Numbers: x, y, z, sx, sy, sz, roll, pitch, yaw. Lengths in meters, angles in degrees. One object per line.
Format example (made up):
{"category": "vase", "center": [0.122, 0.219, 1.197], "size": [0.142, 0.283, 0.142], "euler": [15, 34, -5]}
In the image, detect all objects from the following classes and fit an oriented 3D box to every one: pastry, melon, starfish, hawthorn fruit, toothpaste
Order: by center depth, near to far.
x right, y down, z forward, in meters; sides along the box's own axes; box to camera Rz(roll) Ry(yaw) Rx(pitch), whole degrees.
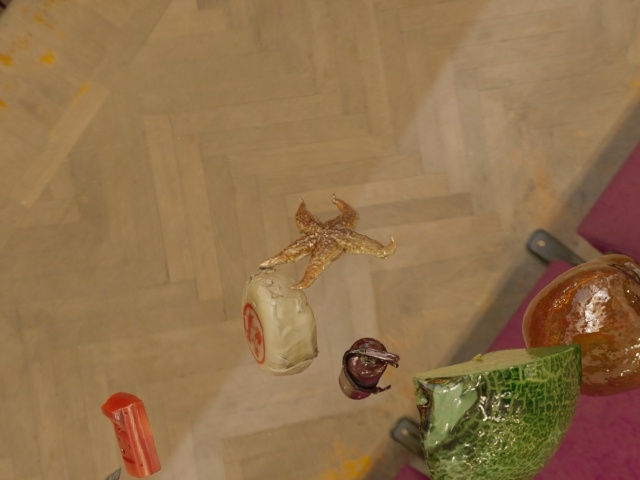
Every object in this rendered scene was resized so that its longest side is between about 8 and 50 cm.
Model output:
{"category": "melon", "center": [0.246, 0.266, 1.095], "size": [0.226, 0.343, 0.331], "euler": [44, 105, 16]}
{"category": "hawthorn fruit", "center": [0.527, 0.178, 1.441], "size": [0.268, 0.267, 0.301], "euler": [42, 124, -13]}
{"category": "starfish", "center": [0.000, -0.003, 1.622], "size": [0.302, 0.299, 0.060], "euler": [-38, 140, -34]}
{"category": "toothpaste", "center": [-0.488, 0.565, 1.698], "size": [0.041, 0.218, 0.064], "euler": [29, 58, -9]}
{"category": "pastry", "center": [-0.102, 0.194, 1.755], "size": [0.133, 0.265, 0.264], "euler": [-9, 100, -22]}

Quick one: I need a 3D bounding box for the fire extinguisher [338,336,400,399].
{"category": "fire extinguisher", "center": [0.114, 0.305, 1.738], "size": [0.142, 0.341, 0.105], "euler": [11, 68, 1]}

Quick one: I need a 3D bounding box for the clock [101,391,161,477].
{"category": "clock", "center": [-0.376, 0.386, 1.456], "size": [0.061, 0.113, 0.155], "euler": [-21, 101, -35]}
